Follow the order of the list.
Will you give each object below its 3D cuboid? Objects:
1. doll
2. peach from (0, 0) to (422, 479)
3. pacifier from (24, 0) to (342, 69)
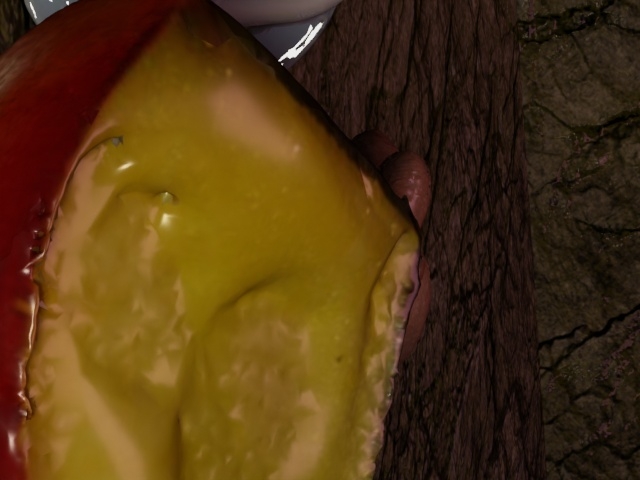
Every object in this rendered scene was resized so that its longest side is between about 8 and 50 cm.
[{"bbox_3d":[0.000,0.000,1.327,0.201,0.156,0.303,-56,-158,30],"label":"doll"},{"bbox_3d":[-0.108,0.050,0.853,0.306,0.242,0.380,5,100,-49],"label":"peach"},{"bbox_3d":[-0.081,-0.238,1.003,0.226,0.238,0.287,-122,-156,-72],"label":"pacifier"}]
